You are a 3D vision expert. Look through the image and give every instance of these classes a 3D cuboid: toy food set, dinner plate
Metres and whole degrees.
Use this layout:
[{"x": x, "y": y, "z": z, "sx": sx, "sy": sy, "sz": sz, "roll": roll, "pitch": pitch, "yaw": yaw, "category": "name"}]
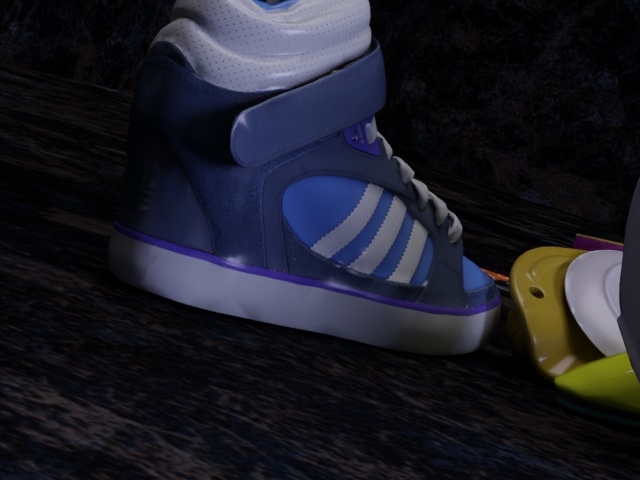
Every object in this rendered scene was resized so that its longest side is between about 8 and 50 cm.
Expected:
[{"x": 0.211, "y": 0.076, "z": 1.257, "sx": 0.217, "sy": 0.071, "sz": 0.128, "roll": 8, "pitch": 40, "yaw": -27, "category": "toy food set"}, {"x": 0.229, "y": 0.052, "z": 1.223, "sx": 0.141, "sy": 0.017, "sz": 0.141, "roll": 18, "pitch": 37, "yaw": -14, "category": "dinner plate"}]

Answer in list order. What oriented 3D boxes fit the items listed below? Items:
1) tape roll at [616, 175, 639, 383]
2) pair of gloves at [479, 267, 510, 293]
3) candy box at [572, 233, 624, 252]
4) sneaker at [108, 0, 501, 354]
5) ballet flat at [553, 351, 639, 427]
[{"x": 0.298, "y": 0.015, "z": 0.963, "sx": 0.100, "sy": 0.286, "sz": 0.286, "roll": 10, "pitch": 8, "yaw": -43, "category": "tape roll"}, {"x": 0.173, "y": 0.043, "z": 1.715, "sx": 0.074, "sy": 0.010, "sz": 0.083, "roll": 20, "pitch": 9, "yaw": 17, "category": "pair of gloves"}, {"x": 0.379, "y": 0.054, "z": 1.843, "sx": 0.159, "sy": 0.071, "sz": 0.233, "roll": 15, "pitch": 3, "yaw": 44, "category": "candy box"}, {"x": 0.023, "y": -0.064, "z": 1.155, "sx": 0.322, "sy": 0.236, "sz": 0.130, "roll": 11, "pitch": 8, "yaw": -40, "category": "sneaker"}, {"x": 0.261, "y": 0.093, "z": 1.131, "sx": 0.231, "sy": 0.077, "sz": 0.077, "roll": 16, "pitch": 6, "yaw": -5, "category": "ballet flat"}]
